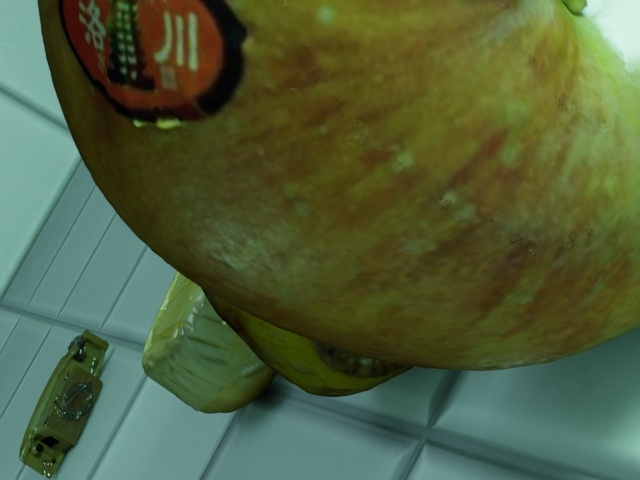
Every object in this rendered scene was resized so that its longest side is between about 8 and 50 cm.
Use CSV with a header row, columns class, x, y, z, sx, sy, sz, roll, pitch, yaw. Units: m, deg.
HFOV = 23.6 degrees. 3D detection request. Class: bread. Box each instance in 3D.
class,x,y,z,sx,sy,sz,roll,pitch,yaw
bread,-0.062,0.037,1.329,0.140,0.106,0.236,-35,28,58

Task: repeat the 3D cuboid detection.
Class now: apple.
class,x,y,z,sx,sy,sz,roll,pitch,yaw
apple,0.043,-0.135,0.780,0.333,0.400,0.400,4,64,58

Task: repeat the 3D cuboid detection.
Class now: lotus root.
class,x,y,z,sx,sy,sz,roll,pitch,yaw
lotus root,0.008,-0.005,1.065,0.193,0.193,0.291,-55,16,16

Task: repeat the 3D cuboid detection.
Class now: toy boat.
class,x,y,z,sx,sy,sz,roll,pitch,yaw
toy boat,-0.314,0.199,1.905,0.077,0.057,0.200,-34,29,47
